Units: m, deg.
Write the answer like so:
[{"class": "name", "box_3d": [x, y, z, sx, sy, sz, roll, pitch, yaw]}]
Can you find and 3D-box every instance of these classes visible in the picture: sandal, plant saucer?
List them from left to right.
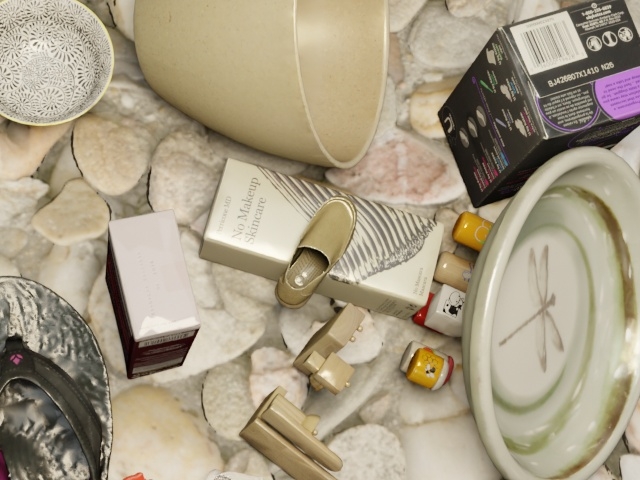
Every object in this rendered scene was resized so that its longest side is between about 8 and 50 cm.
[{"class": "sandal", "box_3d": [-0.300, 0.245, 1.338, 0.167, 0.107, 0.446, -10, 77, -13]}, {"class": "plant saucer", "box_3d": [0.262, 0.089, 1.415, 0.400, 0.100, 0.401, -11, 104, -48]}]

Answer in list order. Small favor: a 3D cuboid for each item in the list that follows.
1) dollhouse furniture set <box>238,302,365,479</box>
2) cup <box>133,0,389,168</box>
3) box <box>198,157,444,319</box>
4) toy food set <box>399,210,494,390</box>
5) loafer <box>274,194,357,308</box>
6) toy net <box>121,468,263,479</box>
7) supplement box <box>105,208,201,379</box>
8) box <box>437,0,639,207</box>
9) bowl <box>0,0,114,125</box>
[{"class": "dollhouse furniture set", "box_3d": [0.016, 0.186, 1.408, 0.123, 0.144, 0.151, 39, 57, -3]}, {"class": "cup", "box_3d": [-0.077, -0.249, 1.434, 0.236, 0.331, 0.331, 1, 72, 20]}, {"class": "box", "box_3d": [0.000, 0.000, 1.467, 0.275, 0.094, 0.113, 16, 74, -6]}, {"class": "toy food set", "box_3d": [0.175, 0.092, 1.460, 0.104, 0.111, 0.232, 24, 57, -6]}, {"class": "loafer", "box_3d": [0.000, 0.011, 1.388, 0.056, 0.050, 0.148, 28, 75, -2]}, {"class": "toy net", "box_3d": [-0.164, 0.299, 1.350, 0.232, 0.045, 0.122, -20, 97, -39]}, {"class": "supplement box", "box_3d": [-0.188, 0.065, 1.339, 0.073, 0.239, 0.130, -12, 77, -14]}, {"class": "box", "box_3d": [0.268, -0.160, 1.467, 0.165, 0.270, 0.143, -17, 78, -14]}, {"class": "bowl", "box_3d": [-0.334, -0.204, 1.471, 0.170, 0.080, 0.170, 3, 74, -9]}]
